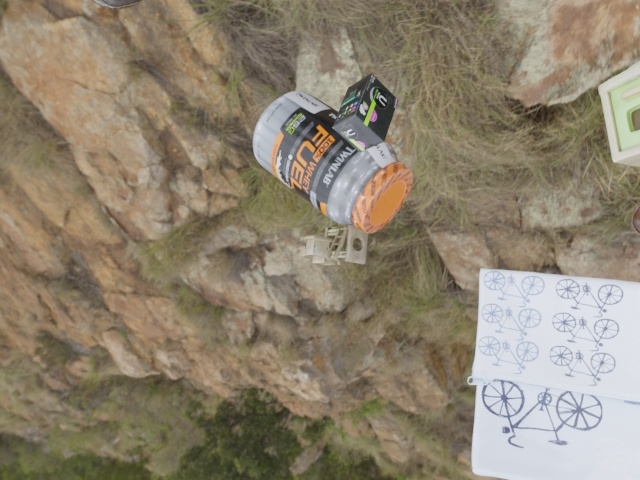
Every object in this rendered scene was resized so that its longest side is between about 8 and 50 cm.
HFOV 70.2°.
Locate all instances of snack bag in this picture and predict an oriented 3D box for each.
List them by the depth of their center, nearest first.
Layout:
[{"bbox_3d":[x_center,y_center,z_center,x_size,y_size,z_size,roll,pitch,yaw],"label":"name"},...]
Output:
[{"bbox_3d":[0.391,0.223,0.681,0.323,0.037,0.342,6,90,18],"label":"snack bag"}]

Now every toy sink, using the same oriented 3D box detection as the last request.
[{"bbox_3d":[0.670,-0.285,0.907,0.153,0.131,0.234,157,112,-63],"label":"toy sink"}]

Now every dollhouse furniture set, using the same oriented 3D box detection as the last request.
[{"bbox_3d":[0.000,0.000,1.141,0.182,0.161,0.101,-6,75,56],"label":"dollhouse furniture set"}]

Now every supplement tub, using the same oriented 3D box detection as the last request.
[{"bbox_3d":[0.024,-0.163,0.954,0.316,0.193,0.193,38,133,26],"label":"supplement tub"}]

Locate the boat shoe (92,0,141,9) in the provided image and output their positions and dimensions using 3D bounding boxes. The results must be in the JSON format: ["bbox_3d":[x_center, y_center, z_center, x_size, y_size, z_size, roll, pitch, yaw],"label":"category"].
[{"bbox_3d":[-0.340,-0.407,0.610,0.355,0.132,0.130,49,145,18],"label":"boat shoe"}]

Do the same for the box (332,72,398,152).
[{"bbox_3d":[0.065,-0.182,0.655,0.062,0.083,0.052,34,151,-29],"label":"box"}]

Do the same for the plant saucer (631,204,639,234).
[{"bbox_3d":[0.676,-0.046,0.840,0.168,0.168,0.029,-21,117,40],"label":"plant saucer"}]
